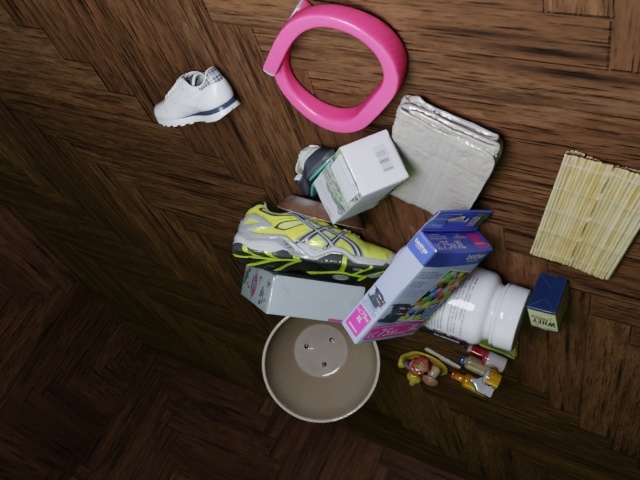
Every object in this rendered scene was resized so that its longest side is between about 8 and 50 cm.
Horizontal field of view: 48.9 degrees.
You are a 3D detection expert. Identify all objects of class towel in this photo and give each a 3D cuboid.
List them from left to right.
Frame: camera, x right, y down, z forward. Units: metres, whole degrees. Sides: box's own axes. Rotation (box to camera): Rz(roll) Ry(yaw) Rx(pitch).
[{"bbox_3d":[0.201,-0.133,1.231,0.187,0.049,0.282,27,156,7],"label":"towel"},{"bbox_3d":[0.421,0.211,1.678,0.102,0.021,0.237,16,152,24],"label":"towel"}]

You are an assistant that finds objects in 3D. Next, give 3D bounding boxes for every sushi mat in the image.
[{"bbox_3d":[0.454,-0.034,1.182,0.151,0.019,0.316,22,154,17],"label":"sushi mat"}]

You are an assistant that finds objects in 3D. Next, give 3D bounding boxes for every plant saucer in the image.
[{"bbox_3d":[0.006,-0.065,1.491,0.198,0.036,0.198,13,-175,-1],"label":"plant saucer"}]

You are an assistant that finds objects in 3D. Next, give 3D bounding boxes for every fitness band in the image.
[{"bbox_3d":[0.020,-0.276,1.144,0.209,0.054,0.291,33,156,-8],"label":"fitness band"}]

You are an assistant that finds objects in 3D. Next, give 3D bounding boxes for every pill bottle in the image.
[{"bbox_3d":[0.286,0.124,1.487,0.283,0.160,0.160,18,153,23],"label":"pill bottle"}]

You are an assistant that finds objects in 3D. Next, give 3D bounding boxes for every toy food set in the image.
[{"bbox_3d":[0.301,0.388,2.074,0.128,0.071,0.218,32,155,-7],"label":"toy food set"},{"bbox_3d":[0.403,0.329,1.798,0.104,0.111,0.232,24,170,12],"label":"toy food set"}]

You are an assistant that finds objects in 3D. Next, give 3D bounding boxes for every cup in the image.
[{"bbox_3d":[0.000,0.344,2.080,0.331,0.331,0.237,30,180,-1],"label":"cup"}]

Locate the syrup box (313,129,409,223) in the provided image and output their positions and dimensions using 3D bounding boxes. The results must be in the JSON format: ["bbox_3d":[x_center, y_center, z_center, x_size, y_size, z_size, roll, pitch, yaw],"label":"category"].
[{"bbox_3d":[0.067,-0.109,1.280,0.093,0.096,0.237,66,166,5],"label":"syrup box"}]

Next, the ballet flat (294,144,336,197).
[{"bbox_3d":[-0.018,-0.147,1.411,0.074,0.074,0.203,29,161,1],"label":"ballet flat"}]

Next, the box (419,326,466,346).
[{"bbox_3d":[0.262,0.170,1.729,0.220,0.051,0.175,19,153,20],"label":"box"}]

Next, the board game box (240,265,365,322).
[{"bbox_3d":[-0.053,0.125,1.729,0.224,0.097,0.303,10,-178,-18],"label":"board game box"}]

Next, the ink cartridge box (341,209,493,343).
[{"bbox_3d":[0.193,0.070,1.310,0.065,0.186,0.311,54,125,30],"label":"ink cartridge box"}]

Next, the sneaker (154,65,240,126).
[{"bbox_3d":[-0.258,-0.288,1.399,0.235,0.090,0.095,-1,129,42],"label":"sneaker"}]

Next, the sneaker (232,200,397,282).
[{"bbox_3d":[0.000,0.000,1.597,0.384,0.147,0.145,11,158,-7],"label":"sneaker"}]

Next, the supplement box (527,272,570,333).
[{"bbox_3d":[0.456,0.125,1.403,0.056,0.083,0.083,14,152,32],"label":"supplement box"}]
